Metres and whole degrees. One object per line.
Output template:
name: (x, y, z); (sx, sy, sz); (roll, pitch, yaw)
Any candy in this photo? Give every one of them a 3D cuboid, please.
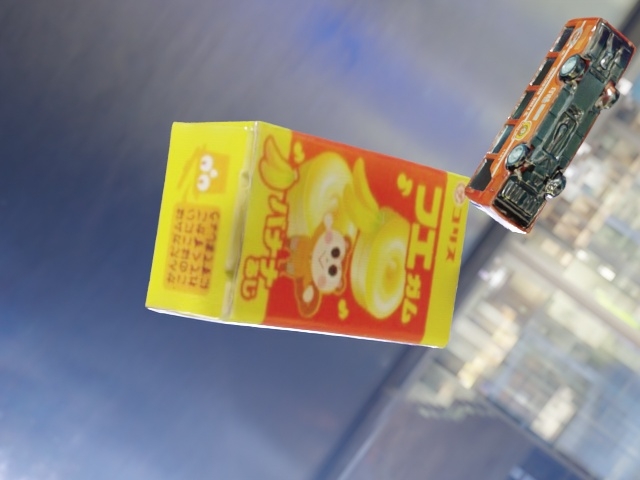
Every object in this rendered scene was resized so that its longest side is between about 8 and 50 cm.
candy: (0.000, 0.000, 1.196); (0.276, 0.088, 0.146); (8, 88, -50)

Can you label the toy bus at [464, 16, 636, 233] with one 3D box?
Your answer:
toy bus: (0.110, -0.057, 0.768); (0.110, 0.031, 0.043); (-58, -155, -7)
